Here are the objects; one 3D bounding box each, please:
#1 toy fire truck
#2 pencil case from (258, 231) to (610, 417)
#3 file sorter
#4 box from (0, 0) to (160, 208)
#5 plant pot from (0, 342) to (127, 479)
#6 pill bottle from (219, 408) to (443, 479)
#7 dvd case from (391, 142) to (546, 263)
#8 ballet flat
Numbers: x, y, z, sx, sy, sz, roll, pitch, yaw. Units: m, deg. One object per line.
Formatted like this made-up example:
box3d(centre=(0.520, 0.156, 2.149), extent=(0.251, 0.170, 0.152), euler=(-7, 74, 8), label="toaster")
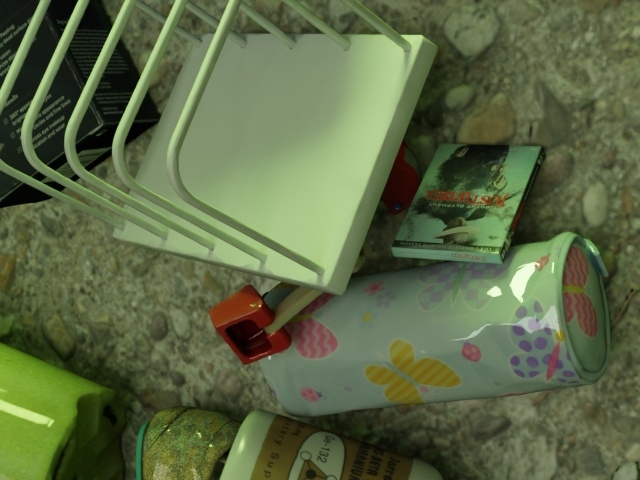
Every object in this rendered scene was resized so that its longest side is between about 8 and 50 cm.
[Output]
box3d(centre=(0.000, 0.000, 0.972), extent=(0.192, 0.135, 0.047), euler=(-31, 123, 6), label="toy fire truck")
box3d(centre=(0.085, 0.067, 0.974), extent=(0.273, 0.124, 0.113), euler=(-9, 122, 30), label="pencil case")
box3d(centre=(-0.095, -0.099, 0.928), extent=(0.277, 0.173, 0.193), euler=(11, 76, 49), label="file sorter")
box3d(centre=(-0.255, -0.136, 1.135), extent=(0.156, 0.093, 0.158), euler=(-31, 84, 28), label="box")
box3d(centre=(-0.325, 0.193, 1.145), extent=(0.254, 0.276, 0.276), euler=(13, 103, 13), label="plant pot")
box3d(centre=(0.033, 0.227, 0.989), extent=(0.229, 0.131, 0.131), euler=(17, 106, 5), label="pill bottle")
box3d(centre=(0.113, -0.030, 0.951), extent=(0.087, 0.119, 0.013), euler=(5, 138, 28), label="dvd case")
box3d(centre=(-0.101, 0.320, 1.090), extent=(0.123, 0.123, 0.349), euler=(-2, 85, 28), label="ballet flat")
